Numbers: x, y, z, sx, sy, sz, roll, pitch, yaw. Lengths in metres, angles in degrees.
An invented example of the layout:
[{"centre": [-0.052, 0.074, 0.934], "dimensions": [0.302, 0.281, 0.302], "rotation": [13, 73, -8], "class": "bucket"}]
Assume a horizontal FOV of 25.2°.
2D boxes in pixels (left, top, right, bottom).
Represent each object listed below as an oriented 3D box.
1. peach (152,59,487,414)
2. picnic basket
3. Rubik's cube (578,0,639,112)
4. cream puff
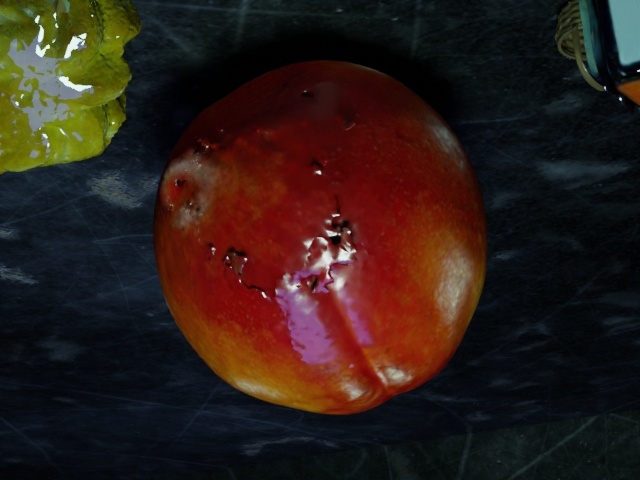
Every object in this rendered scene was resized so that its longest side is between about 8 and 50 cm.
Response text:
[{"centre": [0.000, 0.000, 1.437], "dimensions": [0.369, 0.370, 0.370], "rotation": [-1, 157, 0], "class": "peach"}, {"centre": [0.255, -0.182, 1.353], "dimensions": [0.072, 0.083, 0.072], "rotation": [-1, 157, -1], "class": "picnic basket"}, {"centre": [0.335, -0.228, 0.962], "dimensions": [0.293, 0.289, 0.283], "rotation": [-16, 161, 25], "class": "Rubik's cube"}, {"centre": [-0.268, -0.170, 1.222], "dimensions": [0.244, 0.244, 0.196], "rotation": [-2, -172, 3], "class": "cream puff"}]
